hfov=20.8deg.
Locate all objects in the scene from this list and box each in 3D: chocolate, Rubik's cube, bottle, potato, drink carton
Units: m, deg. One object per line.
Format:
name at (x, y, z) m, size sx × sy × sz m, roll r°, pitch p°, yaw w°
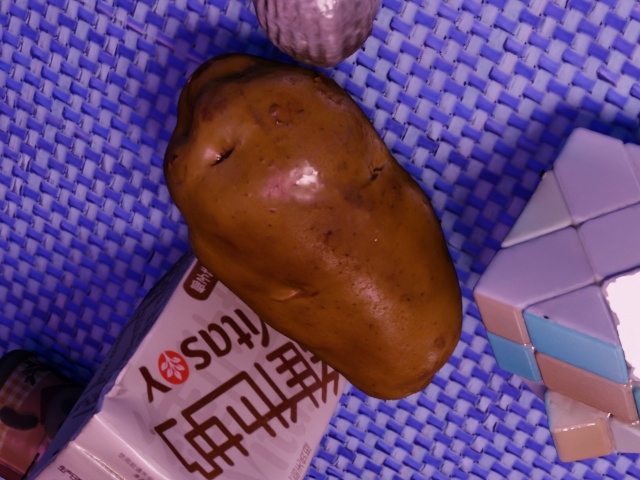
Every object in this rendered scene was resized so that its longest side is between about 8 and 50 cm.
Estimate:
chocolate at (-0.011, -0.249, 1.391) m, size 0.110 × 0.110 × 0.248 m, roll 2°, pitch 124°, yaw 22°
Rubik's cube at (0.255, 0.045, 1.410) m, size 0.224 × 0.265 × 0.213 m, roll 22°, pitch 155°, yaw 31°
bottle at (-0.224, 0.220, 1.778) m, size 0.271 × 0.143 × 0.156 m, roll 27°, pitch 89°, yaw 8°
potato at (0.000, 0.000, 1.512) m, size 0.195 × 0.176 × 0.369 m, roll -35°, pitch 119°, yaw 3°
drink carton at (-0.103, 0.152, 1.561) m, size 0.194 × 0.324 × 0.132 m, roll 40°, pitch 124°, yaw -8°
